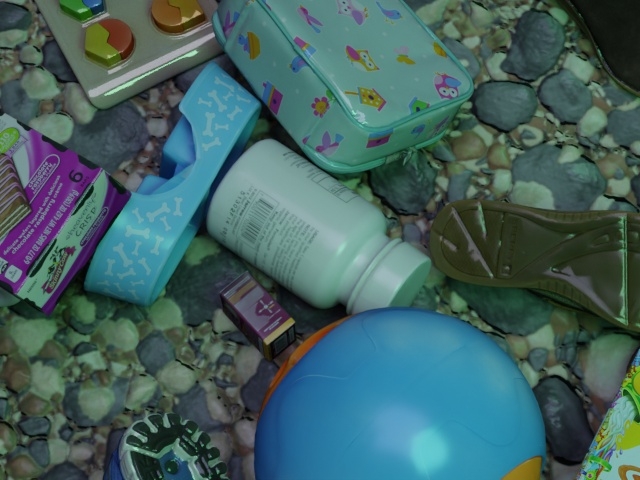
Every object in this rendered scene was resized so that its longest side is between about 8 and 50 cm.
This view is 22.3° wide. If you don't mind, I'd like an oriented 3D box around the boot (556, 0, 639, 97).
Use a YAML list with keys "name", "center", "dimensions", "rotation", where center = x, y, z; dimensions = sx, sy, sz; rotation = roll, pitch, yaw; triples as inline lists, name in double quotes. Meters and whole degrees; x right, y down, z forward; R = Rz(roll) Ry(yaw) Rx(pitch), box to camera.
- name: "boot"
  center: [0.353, -0.271, 1.832]
  dimensions: [0.090, 0.207, 0.248]
  rotation: [-42, 71, -14]

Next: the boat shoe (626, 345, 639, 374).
- name: "boat shoe"
  center: [0.478, 0.177, 1.684]
  dimensions: [0.324, 0.116, 0.123]
  rotation: [23, 70, 12]

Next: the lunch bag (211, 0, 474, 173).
- name: "lunch bag"
  center: [0.030, -0.207, 1.842]
  dimensions: [0.224, 0.108, 0.279]
  rotation: [-22, 66, -42]

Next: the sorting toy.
- name: "sorting toy"
  center: [-0.231, -0.282, 1.957]
  dimensions: [0.193, 0.038, 0.208]
  rotation: [-27, 69, -9]

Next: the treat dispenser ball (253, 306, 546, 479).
- name: "treat dispenser ball"
  center: [0.077, 0.209, 1.598]
  dimensions: [0.288, 0.288, 0.288]
  rotation: [-1, 67, 2]

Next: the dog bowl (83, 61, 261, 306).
- name: "dog bowl"
  center: [-0.158, -0.056, 1.798]
  dimensions: [0.074, 0.166, 0.297]
  rotation: [29, 71, 1]

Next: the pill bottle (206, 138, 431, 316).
- name: "pill bottle"
  center: [0.000, 0.000, 1.776]
  dimensions: [0.229, 0.131, 0.131]
  rotation: [34, 73, 15]

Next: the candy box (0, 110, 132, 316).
- name: "candy box"
  center: [-0.336, -0.044, 1.711]
  dimensions: [0.233, 0.071, 0.159]
  rotation: [28, 80, 31]

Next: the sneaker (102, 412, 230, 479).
- name: "sneaker"
  center: [-0.112, 0.338, 1.648]
  dimensions: [0.130, 0.147, 0.330]
  rotation: [-24, 77, -39]

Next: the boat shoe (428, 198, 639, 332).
- name: "boat shoe"
  center: [0.293, 0.025, 1.755]
  dimensions: [0.342, 0.123, 0.123]
  rotation: [10, 92, 17]

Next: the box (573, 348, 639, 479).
- name: "box"
  center: [0.387, 0.293, 1.533]
  dimensions: [0.290, 0.177, 0.279]
  rotation: [27, 92, 26]

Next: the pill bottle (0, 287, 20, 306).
- name: "pill bottle"
  center: [-0.367, -0.025, 1.820]
  dimensions: [0.103, 0.103, 0.184]
  rotation: [5, 67, 5]

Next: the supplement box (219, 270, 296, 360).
- name: "supplement box"
  center: [-0.068, 0.084, 1.785]
  dimensions: [0.043, 0.055, 0.083]
  rotation: [-39, 71, -14]
